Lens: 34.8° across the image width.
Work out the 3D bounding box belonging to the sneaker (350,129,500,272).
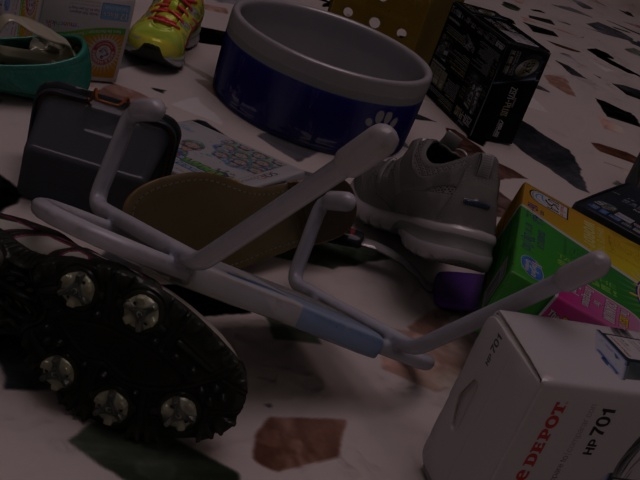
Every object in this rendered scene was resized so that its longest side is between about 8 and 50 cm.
[{"bbox_3d":[0.113,-0.052,1.007,0.105,0.115,0.281,15,8,-21],"label":"sneaker"}]

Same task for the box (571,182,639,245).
[{"bbox_3d":[0.421,0.018,1.206,0.232,0.059,0.183,34,27,26],"label":"box"}]

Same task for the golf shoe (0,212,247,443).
[{"bbox_3d":[-0.163,0.038,0.681,0.272,0.105,0.120,24,18,7],"label":"golf shoe"}]

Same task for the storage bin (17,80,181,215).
[{"bbox_3d":[-0.198,-0.074,0.898,0.135,0.098,0.091,16,35,-9],"label":"storage bin"}]

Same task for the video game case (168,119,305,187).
[{"bbox_3d":[-0.117,-0.080,1.031,0.157,0.019,0.143,25,25,24],"label":"video game case"}]

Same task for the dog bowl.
[{"bbox_3d":[0.001,-0.209,1.296,0.264,0.104,0.265,17,25,-8],"label":"dog bowl"}]

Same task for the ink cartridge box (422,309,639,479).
[{"bbox_3d":[0.186,0.134,0.696,0.190,0.140,0.082,9,29,-22],"label":"ink cartridge box"}]

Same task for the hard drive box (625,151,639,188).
[{"bbox_3d":[0.537,-0.047,1.390,0.232,0.089,0.181,24,25,10],"label":"hard drive box"}]

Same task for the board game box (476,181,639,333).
[{"bbox_3d":[0.301,0.084,0.930,0.316,0.064,0.242,29,25,1],"label":"board game box"}]

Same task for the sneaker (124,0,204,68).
[{"bbox_3d":[-0.196,-0.288,1.320,0.081,0.094,0.208,19,26,-6],"label":"sneaker"}]

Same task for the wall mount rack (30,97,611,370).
[{"bbox_3d":[0.000,0.000,0.697,0.350,0.131,0.304,23,-1,-38],"label":"wall mount rack"}]

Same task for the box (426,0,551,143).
[{"bbox_3d":[0.239,-0.249,1.505,0.077,0.147,0.180,8,27,-26],"label":"box"}]

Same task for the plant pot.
[{"bbox_3d":[0.111,-0.380,1.627,0.212,0.212,0.187,23,37,5],"label":"plant pot"}]

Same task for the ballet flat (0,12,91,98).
[{"bbox_3d":[-0.341,-0.189,1.016,0.247,0.087,0.083,-3,34,-40],"label":"ballet flat"}]

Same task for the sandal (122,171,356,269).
[{"bbox_3d":[-0.082,-0.017,0.903,0.240,0.088,0.079,-8,3,-38],"label":"sandal"}]

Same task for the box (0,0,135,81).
[{"bbox_3d":[-0.314,-0.275,1.192,0.114,0.103,0.203,-1,32,-37],"label":"box"}]

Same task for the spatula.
[{"bbox_3d":[0.059,0.015,0.973,0.296,0.030,0.084,20,24,0],"label":"spatula"}]
